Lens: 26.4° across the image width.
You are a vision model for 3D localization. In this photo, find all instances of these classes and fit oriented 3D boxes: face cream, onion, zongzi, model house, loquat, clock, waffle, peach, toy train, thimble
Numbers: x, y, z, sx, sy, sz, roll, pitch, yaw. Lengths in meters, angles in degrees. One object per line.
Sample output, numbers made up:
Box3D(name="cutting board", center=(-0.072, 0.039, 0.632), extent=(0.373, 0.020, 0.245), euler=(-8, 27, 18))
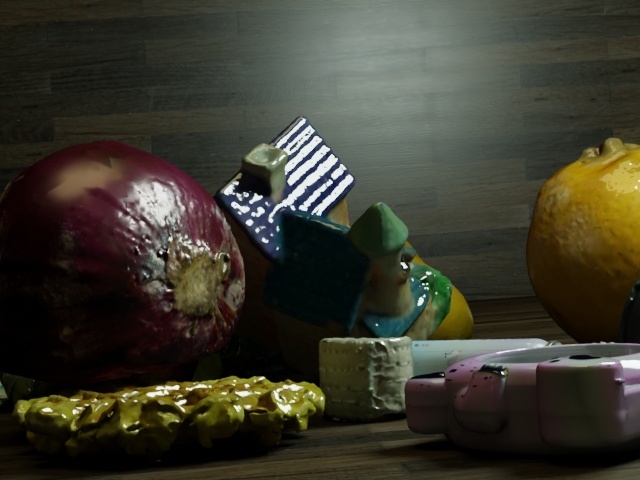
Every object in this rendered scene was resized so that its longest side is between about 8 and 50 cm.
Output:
Box3D(name="face cream", center=(0.188, 0.147, 1.531), extent=(0.229, 0.075, 0.075), euler=(-5, 0, 33))
Box3D(name="onion", center=(-0.249, 0.013, 1.586), extent=(0.282, 0.260, 0.337), euler=(0, 11, 43))
Box3D(name="zongzi", center=(-0.378, 0.169, 1.864), extent=(0.154, 0.062, 0.130), euler=(-3, 40, -50))
Box3D(name="model house", center=(0.000, 0.000, 1.781), extent=(0.312, 0.280, 0.245), euler=(19, 46, 32))
Box3D(name="loquat", center=(0.451, 0.013, 1.917), extent=(0.329, 0.328, 0.328), euler=(-4, 0, 0))
Box3D(name="clock", center=(0.219, 0.141, 1.248), extent=(0.228, 0.090, 0.248), euler=(-4, -1, -44))
Box3D(name="waffle", center=(-0.157, 0.178, 1.400), extent=(0.325, 0.068, 0.302), euler=(-6, 0, 2))
Box3D(name="peach", center=(0.122, 0.088, 2.048), extent=(0.251, 0.153, 0.251), euler=(35, 10, -7))
Box3D(name="toy train", center=(-0.100, 0.141, 2.044), extent=(0.190, 0.126, 0.307), euler=(-4, 1, 25))
Box3D(name="thimble", center=(0.051, 0.151, 1.508), extent=(0.102, 0.090, 0.115), euler=(-1, -2, -17))

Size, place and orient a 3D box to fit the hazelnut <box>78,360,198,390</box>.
Box3D(name="hazelnut", center=(-0.249, 0.113, 1.820), extent=(0.208, 0.208, 0.208), euler=(-4, 0, 0))

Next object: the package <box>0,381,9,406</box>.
Box3D(name="package", center=(-0.454, 0.211, 1.918), extent=(0.166, 0.040, 0.232), euler=(-3, 2, 28))

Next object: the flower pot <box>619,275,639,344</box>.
Box3D(name="flower pot", center=(0.420, 0.101, 1.490), extent=(0.157, 0.157, 0.107), euler=(-4, 13, -35))
